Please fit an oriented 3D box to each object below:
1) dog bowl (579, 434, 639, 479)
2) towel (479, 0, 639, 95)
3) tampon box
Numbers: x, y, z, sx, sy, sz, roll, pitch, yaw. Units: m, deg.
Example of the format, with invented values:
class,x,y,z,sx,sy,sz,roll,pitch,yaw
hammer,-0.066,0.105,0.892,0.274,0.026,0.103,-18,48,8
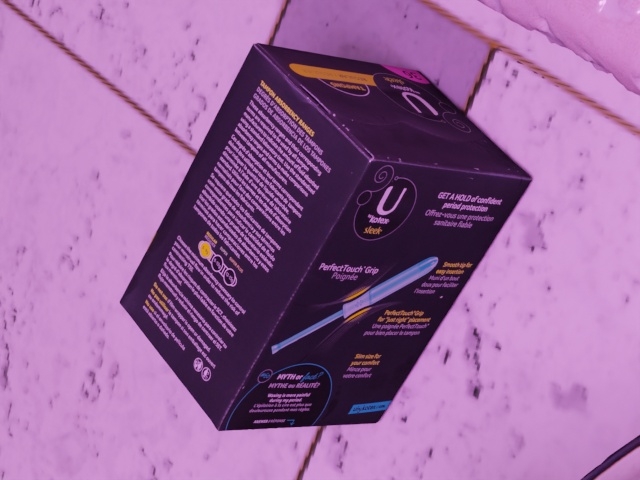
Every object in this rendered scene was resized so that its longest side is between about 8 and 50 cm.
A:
class,x,y,z,sx,sy,sz,roll,pitch,yaw
dog bowl,0.233,0.248,0.639,0.408,0.150,0.408,-4,84,43
towel,0.180,-0.219,0.796,0.332,0.053,0.317,40,114,40
tampon box,0.000,0.000,0.905,0.101,0.120,0.161,47,118,35
